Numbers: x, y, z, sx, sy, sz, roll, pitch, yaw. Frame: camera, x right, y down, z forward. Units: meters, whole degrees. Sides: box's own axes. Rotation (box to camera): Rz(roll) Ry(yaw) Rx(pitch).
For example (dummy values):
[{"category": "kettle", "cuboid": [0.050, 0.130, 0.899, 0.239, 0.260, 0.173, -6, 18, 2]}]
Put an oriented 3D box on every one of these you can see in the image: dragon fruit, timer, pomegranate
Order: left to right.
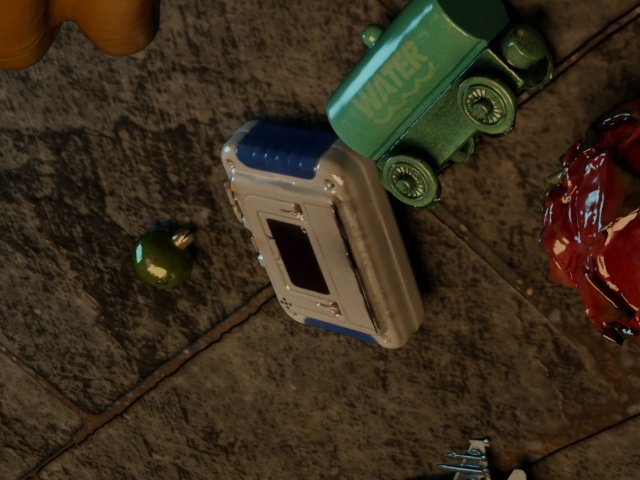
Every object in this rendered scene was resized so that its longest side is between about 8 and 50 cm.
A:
[{"category": "pomegranate", "cuboid": [-0.182, 0.014, 1.644, 0.073, 0.073, 0.085, 19, 101, 16]}, {"category": "timer", "cuboid": [0.000, 0.000, 1.476, 0.178, 0.078, 0.253, 12, 137, 38]}, {"category": "dragon fruit", "cuboid": [0.322, -0.019, 1.158, 0.293, 0.234, 0.234, 6, 134, 17]}]

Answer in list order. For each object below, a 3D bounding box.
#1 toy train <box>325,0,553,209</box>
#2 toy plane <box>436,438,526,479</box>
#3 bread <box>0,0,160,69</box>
[{"category": "toy train", "cuboid": [0.098, -0.137, 1.282, 0.159, 0.101, 0.248, 44, 141, 1]}, {"category": "toy plane", "cuboid": [0.171, 0.312, 1.695, 0.234, 0.082, 0.160, -5, 101, 36]}, {"category": "bread", "cuboid": [-0.216, -0.340, 1.213, 0.245, 0.329, 0.424, -4, 143, -19]}]
